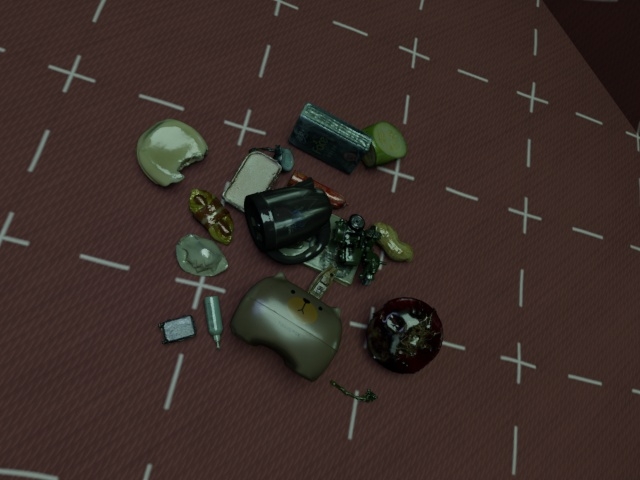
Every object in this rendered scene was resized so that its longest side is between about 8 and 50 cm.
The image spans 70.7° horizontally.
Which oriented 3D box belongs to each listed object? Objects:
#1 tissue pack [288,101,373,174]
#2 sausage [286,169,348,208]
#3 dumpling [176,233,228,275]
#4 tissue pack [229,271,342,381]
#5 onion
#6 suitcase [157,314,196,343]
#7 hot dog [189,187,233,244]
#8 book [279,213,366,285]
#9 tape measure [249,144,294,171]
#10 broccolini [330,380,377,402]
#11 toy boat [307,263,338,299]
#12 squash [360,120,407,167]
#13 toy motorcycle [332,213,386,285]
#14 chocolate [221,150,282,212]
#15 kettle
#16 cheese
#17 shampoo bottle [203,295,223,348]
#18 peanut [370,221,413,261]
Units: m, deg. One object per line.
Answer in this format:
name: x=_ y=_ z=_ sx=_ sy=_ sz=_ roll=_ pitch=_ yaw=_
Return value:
tissue pack: x=0.038 y=-0.425 z=1.904 sx=0.315 sy=0.228 sz=0.103 roll=27 pitch=65 yaw=-7
sausage: x=-0.005 y=-0.205 z=1.915 sx=0.273 sy=0.074 sz=0.074 roll=27 pitch=70 yaw=-8
dumpling: x=-0.454 y=0.068 z=1.707 sx=0.155 sy=0.111 sz=0.181 roll=-43 pitch=82 yaw=9
tissue pack: x=-0.115 y=0.303 z=1.639 sx=0.386 sy=0.267 sz=0.277 roll=33 pitch=74 yaw=-3
onion: x=0.328 y=0.372 z=1.783 sx=0.313 sy=0.232 sz=0.315 roll=-1 pitch=98 yaw=-5
suitcase: x=-0.516 y=0.323 z=1.636 sx=0.126 sy=0.059 sz=0.086 roll=-13 pitch=81 yaw=-19
hot dog: x=-0.425 y=-0.105 z=1.760 sx=0.261 sy=0.093 sz=0.123 roll=46 pitch=69 yaw=0
book: x=0.000 y=0.000 z=1.879 sx=0.370 sy=0.043 sz=0.261 roll=25 pitch=70 yaw=-8
tape measure: x=-0.207 y=-0.345 z=1.918 sx=0.179 sy=0.104 sz=0.107 roll=3 pitch=94 yaw=17
broccolini: x=0.127 y=0.593 z=1.755 sx=0.194 sy=0.054 sz=0.052 roll=18 pitch=90 yaw=-8
toy boat: x=-0.002 y=0.183 z=1.787 sx=0.064 sy=0.072 sz=0.206 roll=36 pitch=87 yaw=-7
squash: x=0.299 y=-0.444 z=2.004 sx=0.260 sy=0.189 sz=0.190 roll=-24 pitch=83 yaw=-17
toy motorcycle: x=0.148 y=0.034 z=1.821 sx=0.205 sy=0.127 sz=0.276 roll=11 pitch=67 yaw=-16
chocolate: x=-0.278 y=-0.232 z=1.842 sx=0.161 sy=0.083 sz=0.262 roll=34 pitch=79 yaw=-7
kettle: x=-0.096 y=-0.065 z=1.758 sx=0.323 sy=0.228 sz=0.322 roll=-18 pitch=103 yaw=-22
cheese: x=-0.577 y=-0.340 z=1.765 sx=0.233 sy=0.127 sz=0.266 roll=45 pitch=70 yaw=0
shampoo bottle: x=-0.394 y=0.306 z=1.678 sx=0.056 sy=0.056 sz=0.195 roll=-7 pitch=78 yaw=-17
peanut: x=0.304 y=0.011 z=1.932 sx=0.103 sy=0.098 sz=0.229 roll=-43 pitch=92 yaw=3
